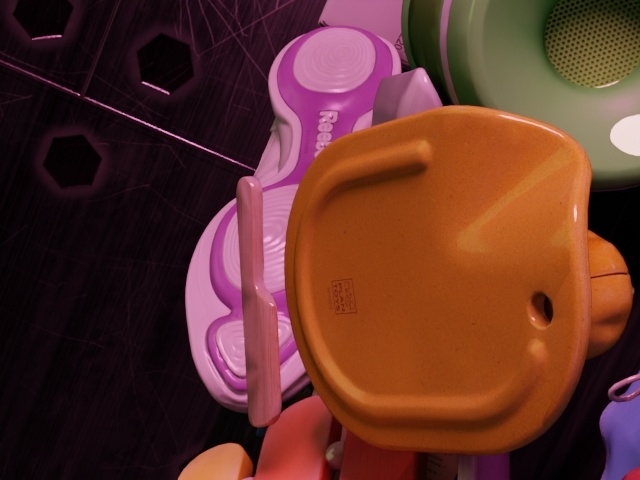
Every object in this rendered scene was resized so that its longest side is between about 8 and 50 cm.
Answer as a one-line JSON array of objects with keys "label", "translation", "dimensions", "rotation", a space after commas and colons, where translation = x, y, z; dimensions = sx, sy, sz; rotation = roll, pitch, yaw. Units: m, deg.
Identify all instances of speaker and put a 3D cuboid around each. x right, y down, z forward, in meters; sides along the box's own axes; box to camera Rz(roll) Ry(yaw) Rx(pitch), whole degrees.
[{"label": "speaker", "translation": [0.107, -0.102, 0.615], "dimensions": [0.296, 0.131, 0.131], "rotation": [-91, 24, -79]}]

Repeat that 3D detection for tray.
[{"label": "tray", "translation": [0.061, -0.017, 0.674], "dimensions": [0.030, 0.145, 0.270], "rotation": [-25, 6, 2]}]

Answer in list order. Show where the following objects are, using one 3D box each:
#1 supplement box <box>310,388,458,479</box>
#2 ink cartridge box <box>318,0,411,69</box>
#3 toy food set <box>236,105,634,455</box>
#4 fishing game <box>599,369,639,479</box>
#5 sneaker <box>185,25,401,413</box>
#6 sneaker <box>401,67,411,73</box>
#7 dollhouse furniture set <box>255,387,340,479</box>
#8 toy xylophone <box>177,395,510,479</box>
[{"label": "supplement box", "translation": [0.044, 0.081, 0.691], "dimensions": [0.056, 0.083, 0.083], "rotation": [-80, 15, -73]}, {"label": "ink cartridge box", "translation": [0.086, -0.255, 0.956], "dimensions": [0.158, 0.092, 0.218], "rotation": [119, 172, -46]}, {"label": "toy food set", "translation": [0.049, 0.016, 0.522], "dimensions": [0.218, 0.071, 0.128], "rotation": [-8, 89, 56]}, {"label": "fishing game", "translation": [0.110, 0.049, 0.366], "dimensions": [0.189, 0.041, 0.264], "rotation": [-79, 14, -65]}, {"label": "sneaker", "translation": [0.000, 0.000, 0.845], "dimensions": [0.152, 0.114, 0.305], "rotation": [86, -162, -47]}, {"label": "sneaker", "translation": [0.060, -0.075, 1.159], "dimensions": [0.130, 0.109, 0.286], "rotation": [-66, -9, -67]}, {"label": "dollhouse furniture set", "translation": [-0.019, 0.117, 0.957], "dimensions": [0.129, 0.129, 0.183], "rotation": [-77, 12, -64]}, {"label": "toy xylophone", "translation": [-0.046, 0.172, 0.571], "dimensions": [0.323, 0.081, 0.236], "rotation": [-27, 21, 11]}]
